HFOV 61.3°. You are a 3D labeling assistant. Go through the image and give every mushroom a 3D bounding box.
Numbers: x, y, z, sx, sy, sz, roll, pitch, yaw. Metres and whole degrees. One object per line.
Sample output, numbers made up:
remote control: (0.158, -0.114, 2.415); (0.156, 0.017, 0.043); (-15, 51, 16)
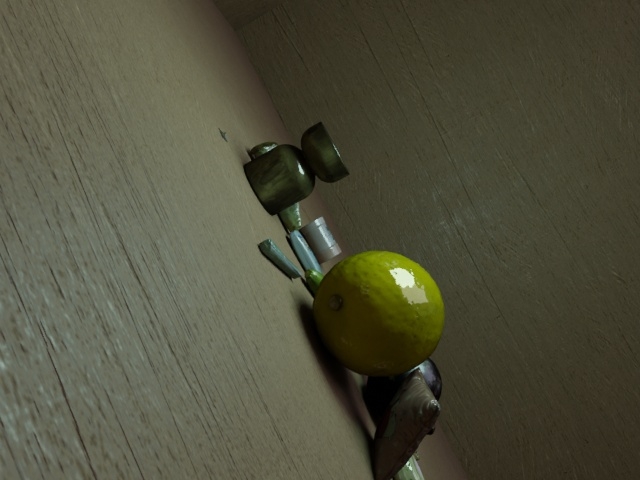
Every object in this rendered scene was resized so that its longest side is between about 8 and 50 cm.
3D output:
mushroom: (-0.128, -0.179, 1.762); (0.087, 0.107, 0.333); (-46, -114, 50)

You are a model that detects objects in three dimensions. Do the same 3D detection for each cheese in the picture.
cheese: (0.222, 0.590, 1.429); (0.227, 0.064, 0.137); (-109, 172, -45)

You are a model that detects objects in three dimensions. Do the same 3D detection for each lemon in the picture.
lemon: (0.145, 0.186, 1.387); (0.348, 0.348, 0.348); (60, 7, -13)

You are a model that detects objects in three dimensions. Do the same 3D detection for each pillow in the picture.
pillow: (0.194, 0.433, 1.276); (0.084, 0.236, 0.223); (33, 4, -1)

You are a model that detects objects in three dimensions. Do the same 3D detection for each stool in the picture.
stool: (-0.070, -0.212, 1.605); (0.179, 0.264, 0.179); (61, 6, -12)

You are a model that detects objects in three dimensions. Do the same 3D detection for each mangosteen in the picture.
mangosteen: (0.257, 0.448, 1.569); (0.265, 0.228, 0.228); (58, 7, 1)

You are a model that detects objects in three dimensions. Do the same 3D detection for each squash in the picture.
squash: (0.010, 0.148, 1.603); (0.201, 0.066, 0.066); (51, 12, -43)

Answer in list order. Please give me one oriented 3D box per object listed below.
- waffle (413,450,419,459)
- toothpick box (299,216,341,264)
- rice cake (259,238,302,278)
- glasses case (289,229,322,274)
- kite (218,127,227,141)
waffle: (0.257, 0.624, 1.635); (0.102, 0.042, 0.148); (65, 7, 25)
toothpick box: (0.000, 0.000, 1.969); (0.149, 0.098, 0.098); (61, 7, -2)
rice cake: (-0.096, 0.050, 1.349); (0.207, 0.033, 0.033); (51, 15, -58)
glasses case: (-0.044, 0.050, 1.673); (0.178, 0.045, 0.067); (60, 6, -8)
kite: (-0.274, -0.299, 1.549); (0.044, 0.002, 0.078); (62, 7, 3)
